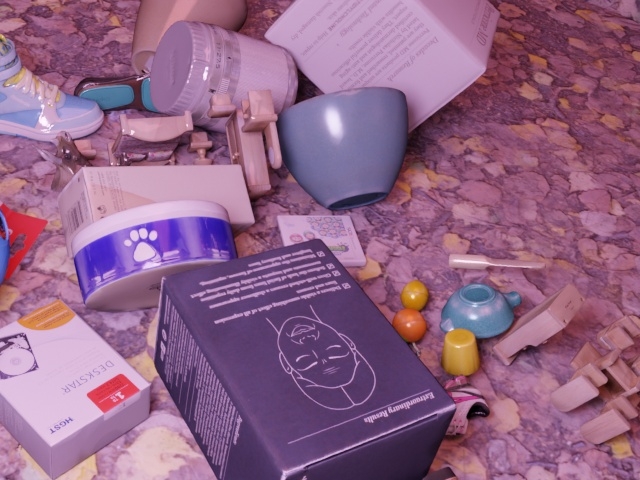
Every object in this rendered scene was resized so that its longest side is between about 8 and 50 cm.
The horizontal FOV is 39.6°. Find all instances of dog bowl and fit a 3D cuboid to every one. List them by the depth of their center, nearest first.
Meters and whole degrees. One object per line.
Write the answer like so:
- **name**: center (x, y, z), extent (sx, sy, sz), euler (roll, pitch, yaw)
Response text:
- **dog bowl**: center (-0.271, 0.030, 1.474), extent (0.265, 0.265, 0.104), euler (-8, 74, -24)

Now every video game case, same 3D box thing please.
- **video game case**: center (0.000, 0.000, 1.784), extent (0.157, 0.019, 0.143), euler (-1, 41, -16)

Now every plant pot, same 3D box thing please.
- **plant pot**: center (0.057, -0.174, 1.844), extent (0.290, 0.290, 0.195), euler (-9, 81, -25)
- **plant pot**: center (-0.338, -0.498, 2.124), extent (0.257, 0.256, 0.274), euler (17, 55, 4)

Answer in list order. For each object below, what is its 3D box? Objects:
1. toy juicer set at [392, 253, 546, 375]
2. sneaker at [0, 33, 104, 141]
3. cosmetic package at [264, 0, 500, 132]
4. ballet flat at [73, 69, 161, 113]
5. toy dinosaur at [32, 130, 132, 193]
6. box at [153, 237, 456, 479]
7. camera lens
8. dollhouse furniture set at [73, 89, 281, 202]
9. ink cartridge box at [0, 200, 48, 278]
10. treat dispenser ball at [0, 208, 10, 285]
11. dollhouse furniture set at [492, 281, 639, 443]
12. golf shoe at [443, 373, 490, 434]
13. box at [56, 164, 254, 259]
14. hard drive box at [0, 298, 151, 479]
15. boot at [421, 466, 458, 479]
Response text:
- **toy juicer set**: center (0.263, 0.123, 1.679), extent (0.209, 0.089, 0.329), euler (17, 39, 33)
- **sneaker**: center (-0.610, -0.324, 1.843), extent (0.319, 0.208, 0.127), euler (2, 40, -14)
- **cosmetic package**: center (0.154, -0.500, 2.063), extent (0.394, 0.327, 0.329), euler (42, 37, -14)
- **ballet flat**: center (-0.415, -0.343, 2.016), extent (0.281, 0.095, 0.096), euler (0, 33, -17)
- **toy dinosaur**: center (-0.404, -0.066, 1.692), extent (0.160, 0.121, 0.313), euler (-35, 91, -39)
- **box**: center (-0.040, 0.220, 1.366), extent (0.294, 0.212, 0.395), euler (-14, 46, -29)
- **camera lens**: center (-0.203, -0.342, 1.928), extent (0.274, 0.219, 0.219), euler (10, 36, -36)
- **dollhouse furniture set**: center (-0.287, -0.157, 1.736), extent (0.356, 0.303, 0.173), euler (-7, 81, -21)
- **ink cartridge box**: center (-0.637, -0.029, 1.613), extent (0.225, 0.056, 0.181), euler (13, 40, 2)
- **treat dispenser ball**: center (-0.634, 0.012, 1.381), extent (0.288, 0.288, 0.288), euler (8, 40, -7)
- **dollhouse furniture set**: center (0.460, 0.224, 1.598), extent (0.242, 0.161, 0.212), euler (48, 47, 5)
- **golf shoe**: center (0.203, 0.287, 1.468), extent (0.186, 0.067, 0.086), euler (-21, 52, -34)
- **box**: center (-0.291, -0.054, 1.592), extent (0.311, 0.148, 0.121), euler (-5, 72, -35)
- **hard drive box**: center (-0.403, 0.220, 1.359), extent (0.232, 0.089, 0.181), euler (36, 45, 24)
- **boot**: center (0.154, 0.426, 1.294), extent (0.198, 0.077, 0.137), euler (-20, 59, -28)
